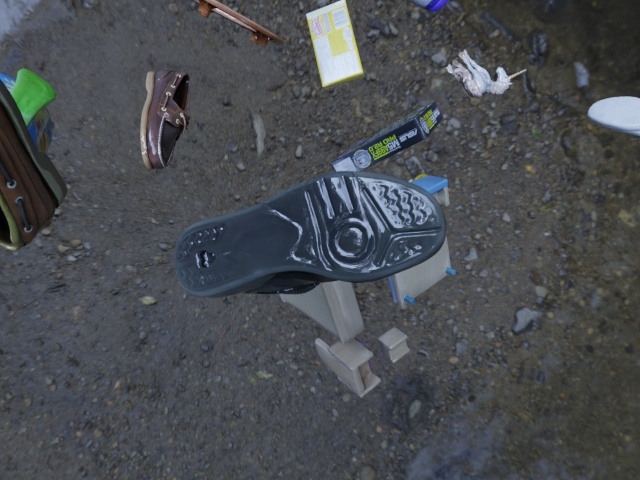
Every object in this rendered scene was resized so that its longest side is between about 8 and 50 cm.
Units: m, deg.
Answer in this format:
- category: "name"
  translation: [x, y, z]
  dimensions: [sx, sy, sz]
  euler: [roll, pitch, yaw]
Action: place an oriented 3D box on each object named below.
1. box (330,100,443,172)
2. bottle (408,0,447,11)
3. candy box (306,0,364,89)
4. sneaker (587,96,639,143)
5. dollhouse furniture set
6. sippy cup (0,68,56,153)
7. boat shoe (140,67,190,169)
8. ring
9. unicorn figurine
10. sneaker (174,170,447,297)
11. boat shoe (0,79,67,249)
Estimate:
- category: "box"
  translation: [0.184, -0.273, 1.279]
  dimensions: [0.269, 0.216, 0.060]
  euler: [-23, 104, 34]
- category: "bottle"
  translation: [0.229, -0.707, 1.234]
  dimensions: [0.282, 0.118, 0.092]
  euler: [6, 56, -32]
- category: "candy box"
  translation: [0.035, -0.484, 1.154]
  dimensions: [0.105, 0.027, 0.206]
  euler: [-15, 79, 16]
- category: "sneaker"
  translation: [0.615, -0.206, 0.880]
  dimensions: [0.212, 0.094, 0.080]
  euler: [22, 69, 34]
- category: "dollhouse furniture set"
  translation: [0.095, 0.051, 0.852]
  dimensions: [0.303, 0.198, 0.287]
  euler: [-30, 120, -23]
- category: "sippy cup"
  translation: [-0.563, -0.157, 0.769]
  dimensions: [0.304, 0.240, 0.224]
  euler: [-2, 46, -1]
- category: "boat shoe"
  translation: [-0.256, -0.209, 0.782]
  dimensions: [0.072, 0.073, 0.207]
  euler: [-2, 64, -6]
- category: "ring"
  translation: [-0.231, -0.469, 0.944]
  dimensions: [0.336, 0.337, 0.032]
  euler: [26, 107, -10]
- category: "unicorn figurine"
  translation: [0.292, -0.301, 0.860]
  dimensions: [0.111, 0.060, 0.162]
  euler: [44, 56, -2]
- category: "sneaker"
  translation: [0.000, 0.000, 0.410]
  dimensions: [0.227, 0.130, 0.087]
  euler: [-14, 85, 24]
- category: "boat shoe"
  translation: [-0.380, -0.101, 0.494]
  dimensions: [0.110, 0.307, 0.105]
  euler: [5, 58, 12]
